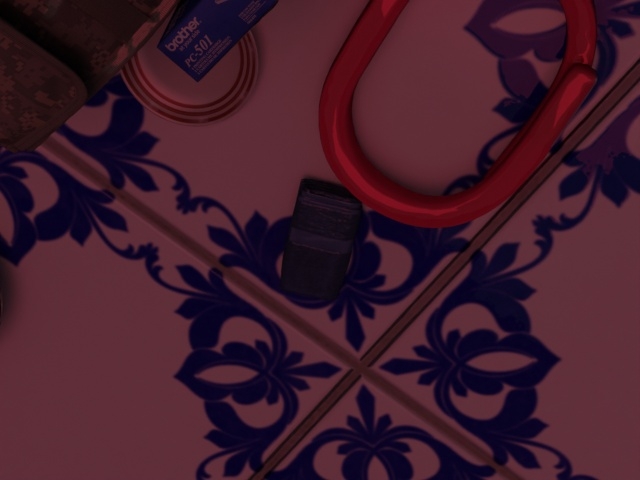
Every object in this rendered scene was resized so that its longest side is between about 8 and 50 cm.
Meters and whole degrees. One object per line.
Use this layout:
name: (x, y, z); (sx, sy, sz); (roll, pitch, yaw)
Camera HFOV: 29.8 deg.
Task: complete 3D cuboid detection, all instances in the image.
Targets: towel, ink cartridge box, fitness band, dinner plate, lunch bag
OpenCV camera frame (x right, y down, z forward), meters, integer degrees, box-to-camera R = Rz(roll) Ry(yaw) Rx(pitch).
towel: (0.000, 0.000, 1.193); (0.067, 0.029, 0.119); (16, 117, 3)
ink cartridge box: (-0.071, -0.217, 0.999); (0.046, 0.207, 0.097); (40, 116, -18)
fitness band: (0.123, -0.146, 1.090); (0.209, 0.054, 0.290); (32, 116, -3)
dinner plate: (-0.125, -0.175, 1.136); (0.141, 0.017, 0.141); (5, 117, 10)
lunch bag: (-0.257, -0.228, 0.975); (0.235, 0.169, 0.287); (37, 102, -30)

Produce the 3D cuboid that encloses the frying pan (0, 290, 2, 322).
frying pan: (-0.462, -0.004, 1.266); (0.197, 0.053, 0.326); (-27, 106, 21)
